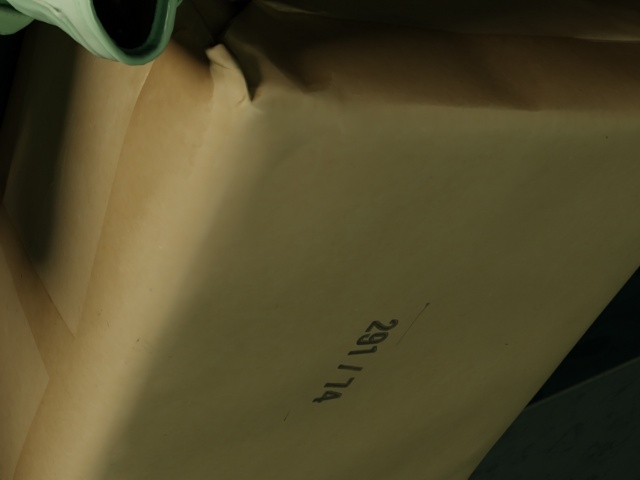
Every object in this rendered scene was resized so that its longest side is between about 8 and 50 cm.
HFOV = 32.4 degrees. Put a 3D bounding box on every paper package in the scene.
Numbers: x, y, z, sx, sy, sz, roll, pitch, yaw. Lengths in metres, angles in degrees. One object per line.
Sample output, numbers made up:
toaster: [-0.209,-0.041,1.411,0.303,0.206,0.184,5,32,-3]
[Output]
paper package: [0.000,0.000,0.557,0.309,0.168,0.325,-4,137,-35]

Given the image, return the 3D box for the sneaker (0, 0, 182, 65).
sneaker: [-0.122,-0.085,0.360,0.094,0.151,0.256,8,132,-46]
